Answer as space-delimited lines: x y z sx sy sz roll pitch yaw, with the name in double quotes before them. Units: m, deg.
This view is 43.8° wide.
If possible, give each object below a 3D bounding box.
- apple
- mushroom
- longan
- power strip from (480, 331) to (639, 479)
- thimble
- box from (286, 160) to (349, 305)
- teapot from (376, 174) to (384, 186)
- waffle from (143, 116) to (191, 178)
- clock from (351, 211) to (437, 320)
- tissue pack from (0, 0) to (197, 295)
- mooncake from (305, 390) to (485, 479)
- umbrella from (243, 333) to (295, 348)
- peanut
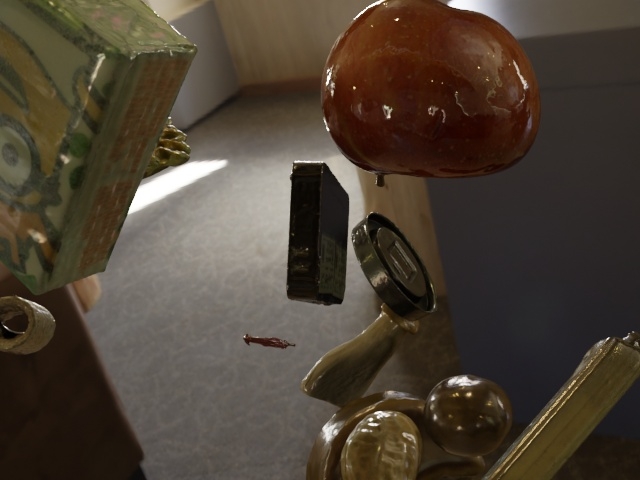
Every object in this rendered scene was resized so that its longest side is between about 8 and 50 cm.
"apple" 0.101 -0.140 0.738 0.201 0.162 0.201 -1 7 0
"mushroom" 0.107 0.285 1.998 0.328 0.159 0.122 -49 54 16
"longan" 0.288 0.340 1.548 0.167 0.167 0.187 -30 -10 -26
"power strip" 0.267 0.234 0.939 0.387 0.092 0.066 -40 71 -21
"thimble" -0.557 0.157 1.463 0.115 0.090 0.102 19 79 11
"box" 0.000 0.000 1.318 0.058 0.211 0.350 3 -6 8
"teapot" 0.117 -0.160 1.626 0.085 0.110 0.080 29 66 28
"waffle" -0.327 -0.145 1.285 0.223 0.054 0.204 -14 37 -18
"clock" 0.176 0.063 1.887 0.055 0.280 0.280 -34 20 23
"tissue pack" -0.289 -0.131 0.830 0.228 0.311 0.128 42 34 18
"mooncake" 0.170 0.548 1.829 0.394 0.393 0.246 9 -7 -14
"umbrella" -0.126 0.251 1.967 0.165 0.027 0.025 16 2 -42
"peanut" 0.079 0.382 1.189 0.120 0.136 0.298 -28 33 39
